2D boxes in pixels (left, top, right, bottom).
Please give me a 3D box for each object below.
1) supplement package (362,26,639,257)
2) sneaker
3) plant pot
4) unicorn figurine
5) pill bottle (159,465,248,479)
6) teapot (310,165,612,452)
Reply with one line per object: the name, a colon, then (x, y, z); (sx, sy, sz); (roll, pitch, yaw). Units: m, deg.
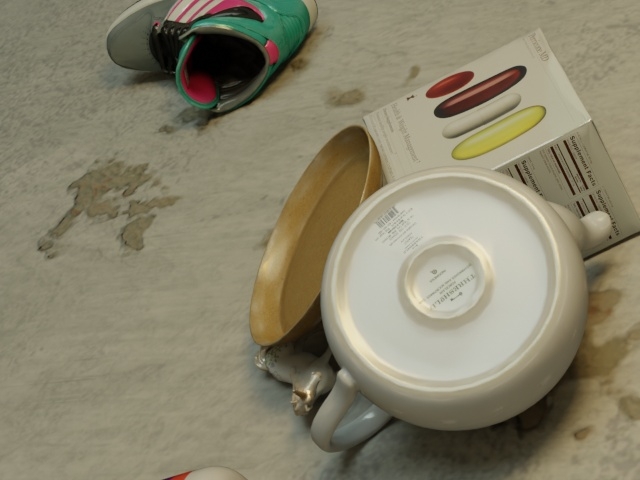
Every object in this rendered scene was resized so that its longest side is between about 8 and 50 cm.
supplement package: (0.176, -0.068, 1.820); (0.203, 0.149, 0.194); (-27, 35, 6)
sneaker: (-0.162, -0.232, 2.304); (0.296, 0.123, 0.178); (-9, 30, 26)
plant pot: (0.000, 0.000, 1.803); (0.236, 0.032, 0.236); (-53, 21, 31)
unicorn figurine: (-0.010, 0.122, 1.805); (0.111, 0.060, 0.162); (-45, 21, -20)
pill bottle: (-0.195, 0.315, 1.575); (0.323, 0.181, 0.181); (-18, 36, 16)
teapot: (0.124, 0.069, 1.666); (0.256, 0.187, 0.252); (2, 71, 14)
